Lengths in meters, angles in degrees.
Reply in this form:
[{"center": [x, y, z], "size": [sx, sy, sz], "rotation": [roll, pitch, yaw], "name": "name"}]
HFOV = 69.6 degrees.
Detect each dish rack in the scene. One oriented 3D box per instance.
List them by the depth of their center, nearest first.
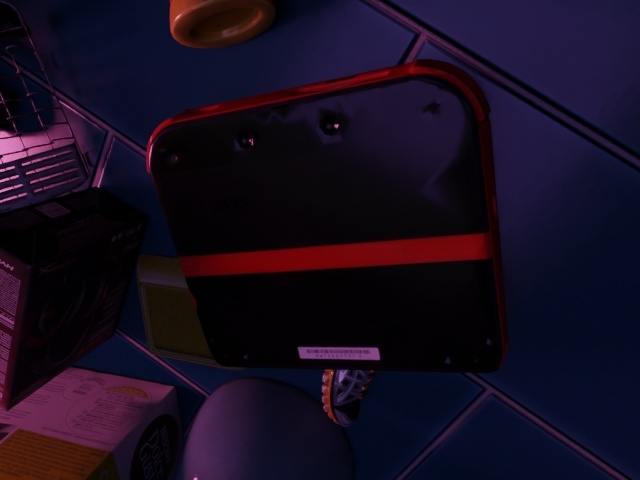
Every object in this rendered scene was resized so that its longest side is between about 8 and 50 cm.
[{"center": [-0.469, -0.171, 0.653], "size": [0.208, 0.074, 0.271], "rotation": [-19, 107, -9], "name": "dish rack"}]

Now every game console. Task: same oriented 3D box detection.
[{"center": [0.000, 0.000, 0.532], "size": [0.387, 0.060, 0.342], "rotation": [-5, 112, 21], "name": "game console"}]

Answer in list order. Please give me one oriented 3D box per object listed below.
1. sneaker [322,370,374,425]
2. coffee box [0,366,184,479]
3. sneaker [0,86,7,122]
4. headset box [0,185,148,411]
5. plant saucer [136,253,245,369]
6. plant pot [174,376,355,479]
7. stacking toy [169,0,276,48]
[{"center": [0.050, 0.169, 0.644], "size": [0.083, 0.084, 0.214], "rotation": [5, 109, 12], "name": "sneaker"}, {"center": [-0.453, 0.452, 0.777], "size": [0.338, 0.334, 0.337], "rotation": [4, 109, 16], "name": "coffee box"}, {"center": [-0.596, -0.271, 0.708], "size": [0.271, 0.100, 0.108], "rotation": [39, 107, -5], "name": "sneaker"}, {"center": [-0.403, 0.088, 0.694], "size": [0.110, 0.218, 0.293], "rotation": [30, 115, 7], "name": "headset box"}, {"center": [-0.214, 0.124, 0.738], "size": [0.188, 0.045, 0.188], "rotation": [5, 110, 17], "name": "plant saucer"}, {"center": [-0.110, 0.393, 0.716], "size": [0.290, 0.195, 0.290], "rotation": [6, 111, 16], "name": "plant pot"}, {"center": [-0.071, -0.313, 0.413], "size": [0.309, 0.279, 0.130], "rotation": [-13, 93, 24], "name": "stacking toy"}]
